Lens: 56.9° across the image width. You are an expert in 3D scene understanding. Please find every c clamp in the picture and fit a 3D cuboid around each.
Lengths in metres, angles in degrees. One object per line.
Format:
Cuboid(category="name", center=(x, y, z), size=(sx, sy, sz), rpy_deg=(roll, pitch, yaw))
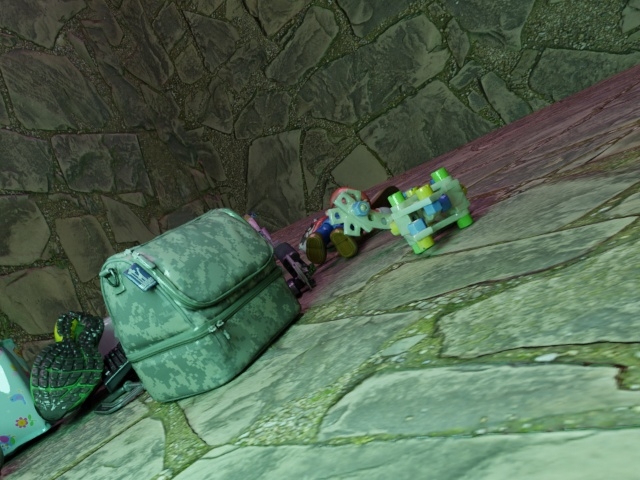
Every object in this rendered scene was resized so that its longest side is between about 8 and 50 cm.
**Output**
Cuboid(category="c clamp", center=(-0.382, 0.304, 1.183), size=(0.161, 0.022, 0.137), rpy_deg=(-22, 15, 46))

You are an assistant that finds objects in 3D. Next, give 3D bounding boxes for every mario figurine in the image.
Cuboid(category="mario figurine", center=(0.075, -0.020, 1.570), size=(0.320, 0.198, 0.170), rpy_deg=(-54, -16, -60))

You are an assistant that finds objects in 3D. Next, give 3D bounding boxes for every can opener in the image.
Cuboid(category="can opener", center=(-0.080, 0.071, 1.400), size=(0.095, 0.076, 0.283), rpy_deg=(-37, 14, -5))

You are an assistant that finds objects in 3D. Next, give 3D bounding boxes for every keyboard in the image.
Cuboid(category="keyboard", center=(-0.488, 0.300, 1.351), size=(0.201, 0.033, 0.317), rpy_deg=(-53, 15, -18))

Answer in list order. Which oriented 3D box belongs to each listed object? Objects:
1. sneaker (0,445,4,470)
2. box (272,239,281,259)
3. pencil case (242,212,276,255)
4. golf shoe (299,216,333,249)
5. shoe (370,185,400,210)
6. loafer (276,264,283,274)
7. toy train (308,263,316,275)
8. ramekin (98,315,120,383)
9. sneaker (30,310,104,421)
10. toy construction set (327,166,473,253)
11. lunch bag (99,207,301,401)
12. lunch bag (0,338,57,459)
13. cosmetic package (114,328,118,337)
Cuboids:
Cuboid(category="sneaker", center=(-0.691, 0.425, 1.005), size=(0.295, 0.123, 0.178), rpy_deg=(-34, -2, 26))
Cuboid(category="box", center=(-0.245, 0.086, 2.195), size=(0.063, 0.067, 0.324), rpy_deg=(-23, 7, 34))
Cuboid(category="pencil case", center=(-0.326, 0.068, 1.747), size=(0.386, 0.167, 0.160), rpy_deg=(-30, 46, -18))
Cuboid(category="golf shoe", center=(0.000, 0.000, 1.789), size=(0.120, 0.105, 0.273), rpy_deg=(-49, 5, -3))
Cuboid(category="shoe", center=(0.187, -0.117, 1.909), size=(0.058, 0.076, 0.219), rpy_deg=(-15, 16, 45))
Cuboid(category="loafer", center=(-0.161, 0.109, 1.388), size=(0.111, 0.112, 0.319), rpy_deg=(-35, 4, 11))
Cuboid(category="toy train", center=(-0.031, 0.077, 1.490), size=(0.017, 0.023, 0.083), rpy_deg=(-26, 6, 23))
Cuboid(category="ramekin", center=(-0.614, 0.303, 1.672), size=(0.277, 0.135, 0.277), rpy_deg=(-28, 6, 3))
Cuboid(category="sneaker", center=(-0.546, 0.292, 1.298), size=(0.134, 0.146, 0.343), rpy_deg=(12, 15, -14))
Cuboid(category="toy construction set", center=(0.169, -0.052, 1.188), size=(0.215, 0.151, 0.328), rpy_deg=(-31, 18, -27))
Cuboid(category="lunch bag", center=(-0.210, 0.095, 1.027), size=(0.213, 0.256, 0.305), rpy_deg=(-24, 7, 33))
Cuboid(category="lunch bag", center=(-0.714, 0.360, 1.206), size=(0.262, 0.223, 0.160), rpy_deg=(-31, 1, -14))
Cuboid(category="cosmetic package", center=(-0.355, 0.159, 1.367), size=(0.238, 0.127, 0.107), rpy_deg=(-6, -5, 19))
